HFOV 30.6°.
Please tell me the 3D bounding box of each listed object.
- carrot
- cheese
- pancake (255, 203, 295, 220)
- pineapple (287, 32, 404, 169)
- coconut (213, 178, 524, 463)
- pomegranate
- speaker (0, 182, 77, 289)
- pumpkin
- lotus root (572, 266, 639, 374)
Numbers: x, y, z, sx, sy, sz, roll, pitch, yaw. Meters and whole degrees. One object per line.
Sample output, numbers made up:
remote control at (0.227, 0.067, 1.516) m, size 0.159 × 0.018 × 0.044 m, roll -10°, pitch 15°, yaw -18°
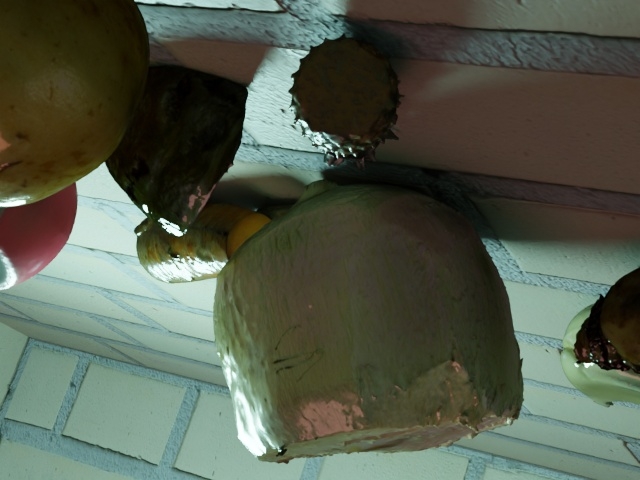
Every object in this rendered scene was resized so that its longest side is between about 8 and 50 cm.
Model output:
carrot at (-0.176, 0.003, 1.809) m, size 0.139 × 0.138 × 0.302 m, roll 30°, pitch 163°, yaw -35°
cheese at (0.479, 0.179, 1.682) m, size 0.266 × 0.127 × 0.233 m, roll 15°, pitch 164°, yaw 17°
pancake at (0.001, -0.001, 1.772) m, size 0.222 × 0.042 × 0.236 m, roll 26°, pitch 161°, yaw -1°
pineapple at (0.024, -0.132, 1.226) m, size 0.125 × 0.125 × 0.251 m, roll 17°, pitch 174°, yaw 6°
coconut at (0.047, 0.094, 1.520) m, size 0.405 × 0.404 × 0.404 m, roll 17°, pitch 164°, yaw 5°
pomegranate at (-0.304, -0.174, 1.119) m, size 0.307 × 0.307 × 0.307 m, roll 17°, pitch 164°, yaw 5°
speaker at (-0.512, -0.071, 1.714) m, size 0.294 × 0.294 × 0.294 m, roll 17°, pitch 164°, yaw 5°
pumpkin at (-0.216, -0.102, 1.442) m, size 0.148 × 0.169 × 0.312 m, roll 21°, pitch 164°, yaw -18°
lotus root at (0.456, 0.094, 1.401) m, size 0.314 × 0.141 × 0.169 m, roll -10°, pitch 152°, yaw 41°
